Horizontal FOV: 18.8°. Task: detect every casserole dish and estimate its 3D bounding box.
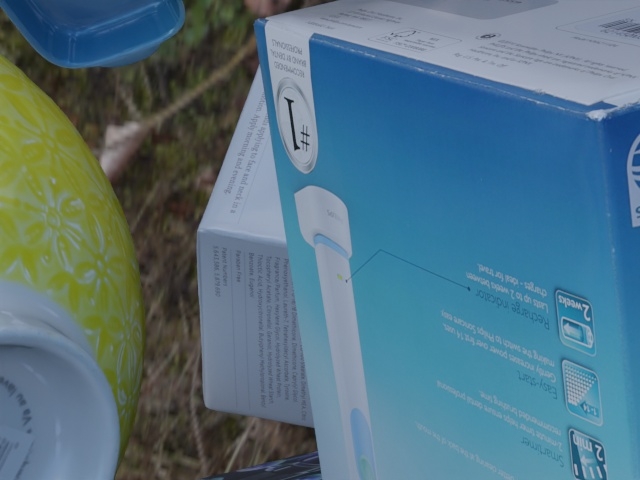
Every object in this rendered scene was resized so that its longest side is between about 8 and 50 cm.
[{"bbox_3d":[-0.167,-0.188,1.317,0.114,0.188,0.037,-19,54,11],"label":"casserole dish"}]

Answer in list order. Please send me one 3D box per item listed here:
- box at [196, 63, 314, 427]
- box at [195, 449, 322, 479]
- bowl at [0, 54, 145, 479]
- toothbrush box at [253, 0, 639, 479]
[{"bbox_3d":[0.000,0.000,1.264,0.119,0.182,0.181,10,48,8],"label":"box"},{"bbox_3d":[0.097,0.229,1.163,0.395,0.293,0.212,-12,93,-17],"label":"box"},{"bbox_3d":[-0.166,0.063,0.734,0.289,0.289,0.156,-45,43,-20],"label":"bowl"},{"bbox_3d":[0.095,0.065,0.667,0.126,0.216,0.296,-16,108,-25],"label":"toothbrush box"}]
